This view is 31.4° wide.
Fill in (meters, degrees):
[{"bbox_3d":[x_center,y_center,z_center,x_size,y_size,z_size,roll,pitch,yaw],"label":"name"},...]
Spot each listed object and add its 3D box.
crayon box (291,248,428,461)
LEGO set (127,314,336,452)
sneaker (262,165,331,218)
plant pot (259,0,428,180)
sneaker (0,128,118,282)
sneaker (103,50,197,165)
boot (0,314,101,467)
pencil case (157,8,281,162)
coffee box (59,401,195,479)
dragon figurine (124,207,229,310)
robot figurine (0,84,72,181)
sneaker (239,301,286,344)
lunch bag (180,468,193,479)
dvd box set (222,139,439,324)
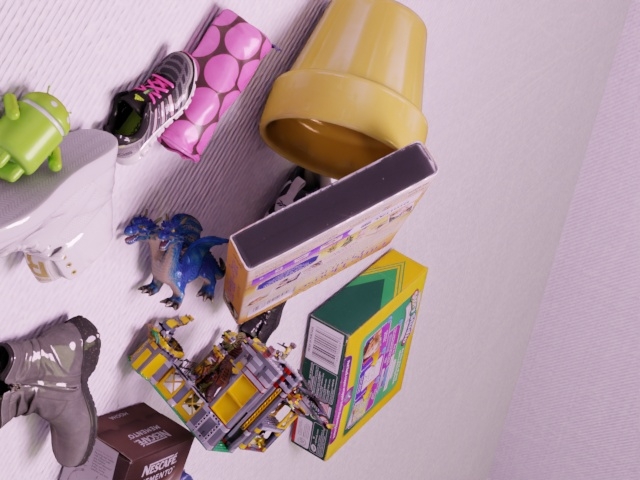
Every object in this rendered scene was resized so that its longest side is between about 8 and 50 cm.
[{"bbox_3d":[0.083,0.244,2.440,0.313,0.106,0.363,-37,146,-45],"label":"crayon box"},{"bbox_3d":[-0.126,0.202,1.812,0.192,0.255,0.331,-47,148,5],"label":"LEGO set"},{"bbox_3d":[0.001,-0.071,1.966,0.235,0.094,0.153,-1,125,-51],"label":"sneaker"},{"bbox_3d":[0.058,-0.239,1.756,0.254,0.254,0.239,52,53,-64],"label":"plant pot"},{"bbox_3d":[-0.344,-0.002,1.349,0.292,0.108,0.169,-37,142,-45],"label":"sneaker"},{"bbox_3d":[-0.221,-0.177,1.461,0.170,0.063,0.075,-54,161,-6],"label":"sneaker"},{"bbox_3d":[-0.389,0.223,1.549,0.161,0.083,0.246,-21,128,-46],"label":"boot"},{"bbox_3d":[-0.148,-0.206,1.551,0.209,0.095,0.098,-56,170,-9],"label":"pencil case"},{"bbox_3d":[-0.330,0.423,1.795,0.168,0.119,0.297,-10,124,-59],"label":"coffee box"},{"bbox_3d":[-0.189,0.015,1.696,0.289,0.085,0.144,-10,124,-59],"label":"dragon figurine"},{"bbox_3d":[-0.333,-0.121,1.295,0.115,0.067,0.101,-53,134,-20],"label":"robot figurine"},{"bbox_3d":[-0.106,0.140,2.026,0.089,0.051,0.170,-44,153,-44],"label":"sneaker"},{"bbox_3d":[-0.268,0.442,2.006,0.098,0.065,0.067,-45,135,-31],"label":"lunch bag"},{"bbox_3d":[0.000,0.000,1.731,0.307,0.062,0.420,-27,171,-11],"label":"dvd box set"}]
